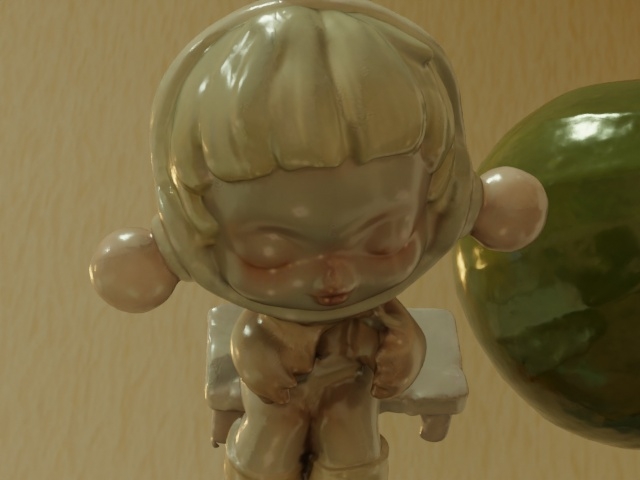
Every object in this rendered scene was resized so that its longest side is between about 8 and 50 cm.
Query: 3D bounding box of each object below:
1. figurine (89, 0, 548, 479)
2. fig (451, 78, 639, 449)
[{"bbox_3d":[0.006,-0.006,0.482,0.181,0.144,0.257,12,-52,12],"label":"figurine"},{"bbox_3d":[0.273,0.005,0.824,0.316,0.316,0.316,4,-22,2],"label":"fig"}]
